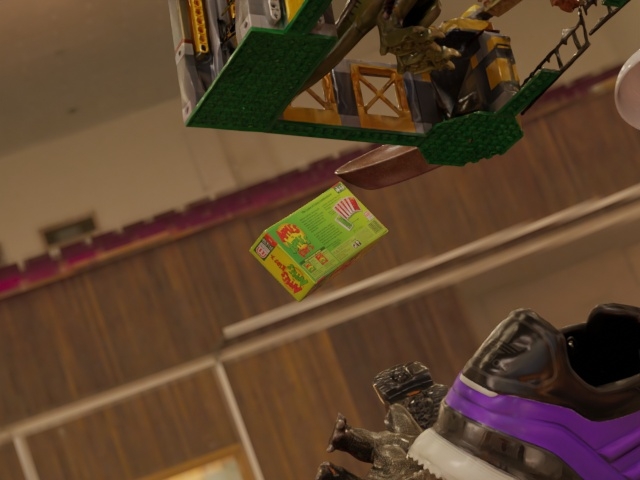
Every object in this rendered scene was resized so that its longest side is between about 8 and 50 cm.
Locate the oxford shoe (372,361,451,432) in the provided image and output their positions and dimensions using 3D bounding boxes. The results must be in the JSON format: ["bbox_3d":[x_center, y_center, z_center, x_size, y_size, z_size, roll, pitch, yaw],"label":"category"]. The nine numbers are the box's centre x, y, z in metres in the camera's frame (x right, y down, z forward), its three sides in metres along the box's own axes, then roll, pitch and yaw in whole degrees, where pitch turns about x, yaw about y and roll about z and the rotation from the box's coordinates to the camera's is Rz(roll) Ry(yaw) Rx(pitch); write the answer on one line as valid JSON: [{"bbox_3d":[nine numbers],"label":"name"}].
[{"bbox_3d":[0.117,0.208,1.730,0.083,0.096,0.227,-19,12,1],"label":"oxford shoe"}]

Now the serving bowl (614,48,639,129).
[{"bbox_3d":[0.244,-0.112,1.092,0.083,0.027,0.083,0,-42,0],"label":"serving bowl"}]

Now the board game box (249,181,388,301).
[{"bbox_3d":[0.000,0.000,2.002,0.181,0.092,0.043,-34,-13,-50],"label":"board game box"}]

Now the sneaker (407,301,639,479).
[{"bbox_3d":[0.198,0.120,0.990,0.293,0.146,0.102,23,3,-39],"label":"sneaker"}]

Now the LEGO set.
[{"bbox_3d":[0.050,-0.193,0.817,0.255,0.192,0.331,-1,-26,-18],"label":"LEGO set"}]

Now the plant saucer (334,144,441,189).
[{"bbox_3d":[0.114,-0.101,1.834,0.199,0.036,0.198,-23,6,3],"label":"plant saucer"}]

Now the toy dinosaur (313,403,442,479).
[{"bbox_3d":[0.076,0.210,1.342,0.160,0.121,0.313,20,-3,4],"label":"toy dinosaur"}]

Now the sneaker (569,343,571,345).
[{"bbox_3d":[0.266,0.136,1.208,0.153,0.101,0.268,-7,13,-33],"label":"sneaker"}]
